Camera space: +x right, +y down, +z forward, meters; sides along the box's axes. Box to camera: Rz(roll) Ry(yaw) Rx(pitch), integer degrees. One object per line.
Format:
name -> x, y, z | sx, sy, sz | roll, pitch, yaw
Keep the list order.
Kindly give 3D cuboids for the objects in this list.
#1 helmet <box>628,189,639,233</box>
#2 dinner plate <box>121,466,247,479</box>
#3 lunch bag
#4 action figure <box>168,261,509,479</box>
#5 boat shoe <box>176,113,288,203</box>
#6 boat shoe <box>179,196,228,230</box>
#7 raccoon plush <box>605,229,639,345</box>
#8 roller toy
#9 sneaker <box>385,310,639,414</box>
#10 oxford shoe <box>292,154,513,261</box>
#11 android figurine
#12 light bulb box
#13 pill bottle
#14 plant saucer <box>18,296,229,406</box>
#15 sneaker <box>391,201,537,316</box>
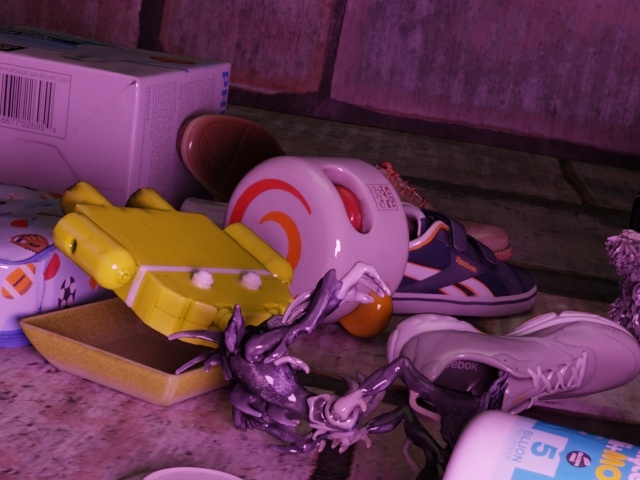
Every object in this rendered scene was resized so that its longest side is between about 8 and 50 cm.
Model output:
helmet -> 0.572, -0.037, 2.231 | 0.169, 0.161, 0.169 | 8, 12, -2
dinner plate -> -0.091, 0.196, 1.060 | 0.141, 0.017, 0.141 | 8, 14, -2
lunch bag -> -0.349, 0.016, 1.475 | 0.243, 0.115, 0.303 | 10, 13, 16
action figure -> 0.016, 0.115, 1.181 | 0.275, 0.164, 0.141 | 22, 45, 21
boat shoe -> -0.111, -0.105, 2.065 | 0.123, 0.123, 0.342 | 16, -1, 37
boat shoe -> -0.045, -0.031, 1.909 | 0.302, 0.103, 0.113 | 11, 12, 9
raccoon plush -> 0.454, 0.097, 1.498 | 0.299, 0.216, 0.446 | 3, 12, 9
roller toy -> 0.000, 0.000, 1.595 | 0.209, 0.191, 0.146 | 20, 15, 41
sneaker -> 0.202, 0.135, 1.395 | 0.262, 0.099, 0.121 | -1, 21, -10
oxford shoe -> 0.105, -0.041, 1.994 | 0.348, 0.130, 0.123 | 9, 12, 2
android figurine -> -0.133, 0.024, 1.366 | 0.248, 0.056, 0.273 | 5, 25, -45
light bulb box -> -0.358, -0.166, 2.022 | 0.358, 0.225, 0.361 | 12, 14, 13
pill bottle -> 0.209, 0.208, 0.909 | 0.264, 0.146, 0.146 | 13, 13, 18
plant saucer -> -0.160, 0.106, 1.345 | 0.188, 0.045, 0.188 | 16, 14, 28
sneaker -> 0.149, 0.023, 1.759 | 0.321, 0.127, 0.126 | 2, 13, -34
